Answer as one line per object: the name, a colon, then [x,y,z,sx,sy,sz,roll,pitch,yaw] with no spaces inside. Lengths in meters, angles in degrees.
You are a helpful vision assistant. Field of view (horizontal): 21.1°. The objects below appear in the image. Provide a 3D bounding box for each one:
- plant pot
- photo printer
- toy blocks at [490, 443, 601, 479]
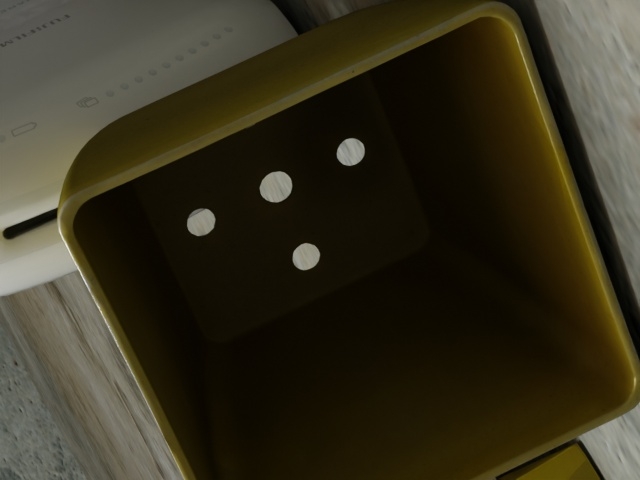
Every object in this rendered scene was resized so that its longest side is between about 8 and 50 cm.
plant pot: [0.000,0.000,0.835,0.187,0.212,0.212,-126,12,-66]
photo printer: [-0.159,-0.081,1.031,0.307,0.256,0.107,34,147,57]
toy blocks: [0.099,0.249,1.046,0.381,0.191,0.261,60,175,3]
